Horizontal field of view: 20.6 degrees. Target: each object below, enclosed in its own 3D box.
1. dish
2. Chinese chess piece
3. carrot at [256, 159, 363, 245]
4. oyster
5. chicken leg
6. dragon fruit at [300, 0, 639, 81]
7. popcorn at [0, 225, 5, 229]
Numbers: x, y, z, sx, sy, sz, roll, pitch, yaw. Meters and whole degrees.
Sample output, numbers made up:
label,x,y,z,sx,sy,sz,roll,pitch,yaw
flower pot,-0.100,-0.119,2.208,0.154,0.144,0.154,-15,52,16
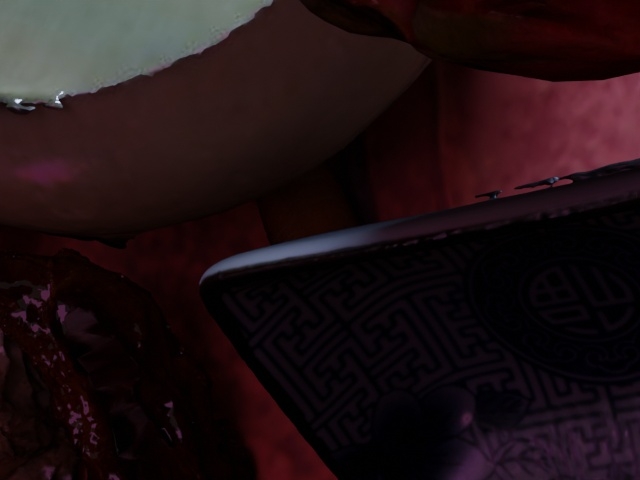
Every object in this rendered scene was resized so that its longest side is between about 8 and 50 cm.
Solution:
label,x,y,z,sx,sy,sz,roll,pitch,yaw
dish,0.100,0.030,0.678,0.243,0.182,0.080,-11,41,31
Chinese chess piece,-0.092,-0.171,0.770,0.349,0.146,0.349,-6,67,14
carrot,0.000,0.000,0.792,0.048,0.048,0.139,-36,63,22
oyster,-0.179,0.071,0.852,0.105,0.056,0.177,8,119,32
chicken leg,-0.105,0.059,0.798,0.089,0.048,0.219,-36,98,-12
dragon fruit,0.083,-0.167,0.509,0.303,0.237,0.231,157,120,-73
popcorn,-0.208,-0.032,0.886,0.116,0.121,0.106,53,154,12
